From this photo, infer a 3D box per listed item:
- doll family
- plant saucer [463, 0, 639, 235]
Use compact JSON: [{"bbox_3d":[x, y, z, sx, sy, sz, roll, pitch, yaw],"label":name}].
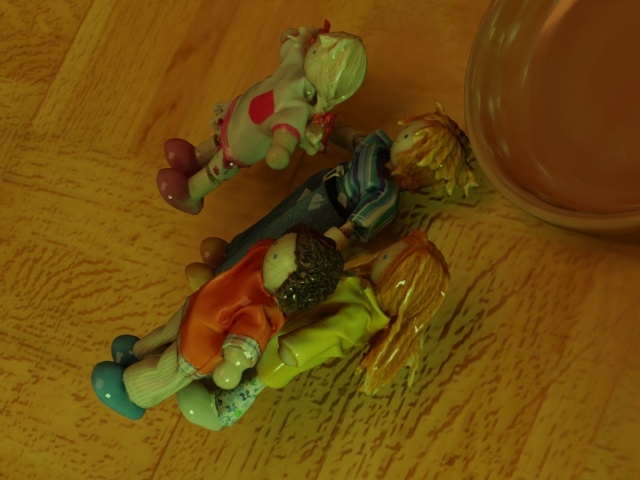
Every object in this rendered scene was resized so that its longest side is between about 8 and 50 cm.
[{"bbox_3d":[0.000,0.000,0.843,0.163,0.118,0.263,-32,30,29],"label":"doll family"},{"bbox_3d":[0.162,-0.089,0.798,0.200,0.037,0.200,-19,55,30],"label":"plant saucer"}]
